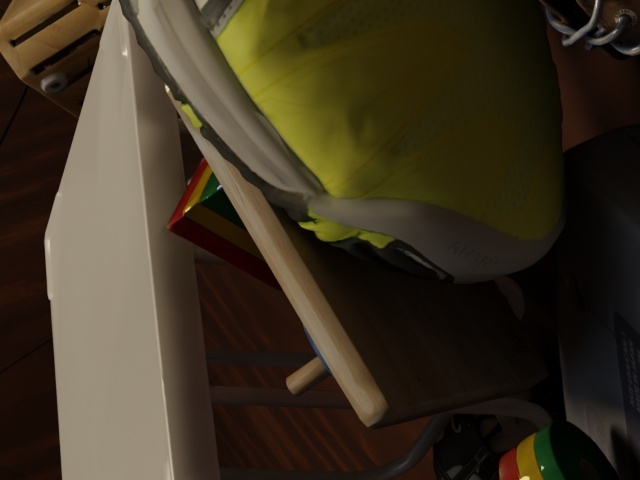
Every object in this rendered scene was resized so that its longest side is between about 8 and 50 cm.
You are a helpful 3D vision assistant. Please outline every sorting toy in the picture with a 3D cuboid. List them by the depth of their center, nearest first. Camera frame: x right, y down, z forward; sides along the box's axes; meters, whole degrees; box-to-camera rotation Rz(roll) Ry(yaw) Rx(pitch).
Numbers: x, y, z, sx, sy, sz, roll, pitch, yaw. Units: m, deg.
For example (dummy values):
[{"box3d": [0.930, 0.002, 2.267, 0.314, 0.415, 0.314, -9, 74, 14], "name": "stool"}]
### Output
[{"box3d": [0.000, 0.000, 0.648, 0.274, 0.046, 0.132, 59, -155, 14], "name": "sorting toy"}]

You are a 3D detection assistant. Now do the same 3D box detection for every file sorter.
[{"box3d": [-0.014, 0.058, 0.809, 0.193, 0.173, 0.278, 117, 151, -50], "name": "file sorter"}]

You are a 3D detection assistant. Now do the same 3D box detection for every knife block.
[{"box3d": [-0.107, -0.161, 1.059, 0.275, 0.088, 0.242, 34, -153, -61], "name": "knife block"}]

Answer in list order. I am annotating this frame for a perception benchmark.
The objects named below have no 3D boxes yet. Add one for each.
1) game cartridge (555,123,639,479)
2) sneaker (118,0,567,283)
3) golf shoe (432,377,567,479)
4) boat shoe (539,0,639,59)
[{"box3d": [0.148, 0.114, 0.649, 0.196, 0.060, 0.294, -133, 26, -56], "name": "game cartridge"}, {"box3d": [0.007, -0.172, 0.568, 0.147, 0.145, 0.385, -15, 97, 38], "name": "sneaker"}, {"box3d": [0.089, 0.107, 0.856, 0.198, 0.077, 0.094, -162, 54, -74], "name": "golf shoe"}, {"box3d": [0.095, -0.083, 0.539, 0.066, 0.066, 0.183, -174, 65, -78], "name": "boat shoe"}]
